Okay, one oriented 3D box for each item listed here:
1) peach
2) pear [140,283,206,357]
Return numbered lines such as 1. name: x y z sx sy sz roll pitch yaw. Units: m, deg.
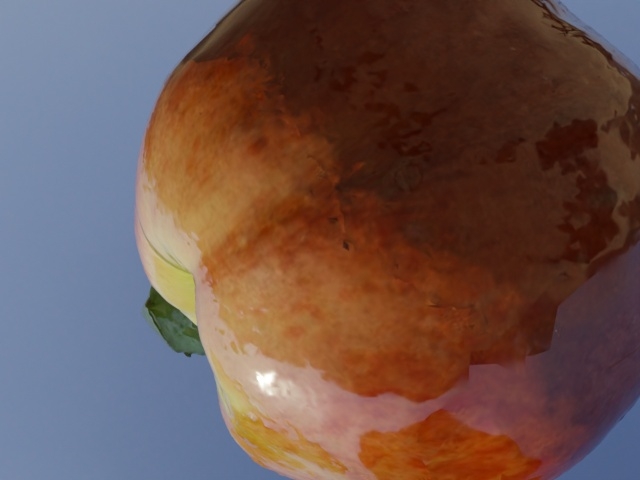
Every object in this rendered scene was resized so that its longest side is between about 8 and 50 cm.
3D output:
1. peach: 0.056 -0.011 0.424 0.257 0.232 0.232 -22 -147 -12
2. pear: 0.000 0.000 0.826 0.286 0.282 0.176 30 -137 -3
